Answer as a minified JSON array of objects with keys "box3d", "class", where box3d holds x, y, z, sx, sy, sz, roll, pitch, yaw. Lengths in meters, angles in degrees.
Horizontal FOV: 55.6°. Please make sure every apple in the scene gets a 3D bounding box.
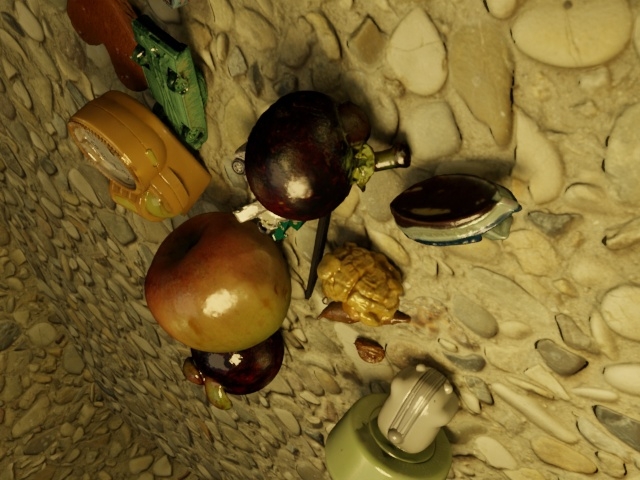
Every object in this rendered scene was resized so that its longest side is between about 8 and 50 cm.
[{"box3d":[-0.234,0.104,1.469,0.338,0.338,0.305,2,143,46],"class":"apple"}]

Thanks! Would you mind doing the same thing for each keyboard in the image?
[{"box3d":[0.000,0.000,1.304,0.018,0.101,0.310,15,137,4],"class":"keyboard"}]

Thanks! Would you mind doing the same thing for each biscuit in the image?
[{"box3d":[-0.479,-0.473,1.422,0.262,0.052,0.277,-7,117,55],"class":"biscuit"}]

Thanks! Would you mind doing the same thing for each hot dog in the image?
[{"box3d":[0.115,0.265,1.466,0.083,0.035,0.058,20,139,35],"class":"hot dog"}]

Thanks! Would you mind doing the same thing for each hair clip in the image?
[{"box3d":[-0.093,-0.077,1.220,0.172,0.049,0.116,-18,117,25],"class":"hair clip"}]

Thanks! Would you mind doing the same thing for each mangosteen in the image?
[{"box3d":[0.010,-0.141,1.064,0.289,0.231,0.231,11,132,16],"class":"mangosteen"},{"box3d":[-0.240,0.307,1.679,0.288,0.288,0.288,28,140,27],"class":"mangosteen"}]

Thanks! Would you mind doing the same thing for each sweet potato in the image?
[{"box3d":[0.099,0.157,1.371,0.226,0.068,0.068,0,124,26],"class":"sweet potato"}]

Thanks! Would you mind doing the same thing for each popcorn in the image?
[{"box3d":[0.077,0.081,1.259,0.194,0.140,0.163,31,150,41],"class":"popcorn"}]

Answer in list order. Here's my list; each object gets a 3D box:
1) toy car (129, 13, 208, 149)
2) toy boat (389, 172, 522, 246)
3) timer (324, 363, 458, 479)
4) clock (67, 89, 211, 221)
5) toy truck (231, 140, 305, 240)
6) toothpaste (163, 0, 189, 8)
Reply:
[{"box3d":[-0.309,-0.331,1.312,0.141,0.097,0.321,39,159,15],"class":"toy car"},{"box3d":[0.225,-0.040,1.015,0.262,0.114,0.115,1,155,46],"class":"toy boat"},{"box3d":[0.195,0.414,1.367,0.290,0.290,0.315,34,119,21],"class":"timer"},{"box3d":[-0.438,-0.206,1.429,0.244,0.200,0.317,21,154,31],"class":"clock"},{"box3d":[-0.088,-0.114,1.286,0.116,0.110,0.216,-5,118,35],"class":"toy truck"},{"box3d":[-0.336,-0.548,1.200,0.193,0.044,0.070,43,145,10],"class":"toothpaste"}]
